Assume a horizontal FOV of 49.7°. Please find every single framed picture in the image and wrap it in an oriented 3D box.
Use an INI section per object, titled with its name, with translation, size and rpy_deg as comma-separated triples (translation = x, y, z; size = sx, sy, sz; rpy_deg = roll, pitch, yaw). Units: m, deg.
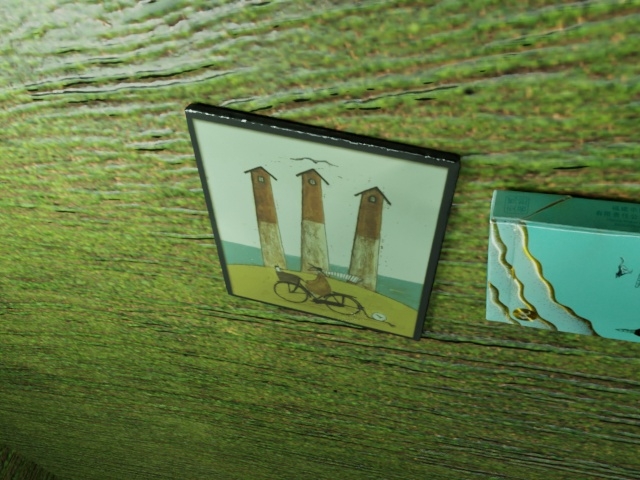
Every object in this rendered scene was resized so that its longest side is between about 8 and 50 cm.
[framed picture]
translation = 0.000, 0.000, 0.712
size = 0.244, 0.013, 0.324
rpy_deg = 12, 147, 9

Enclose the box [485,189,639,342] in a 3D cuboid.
[box]
translation = 0.261, 0.030, 0.596
size = 0.229, 0.041, 0.162
rpy_deg = 7, 144, 17
